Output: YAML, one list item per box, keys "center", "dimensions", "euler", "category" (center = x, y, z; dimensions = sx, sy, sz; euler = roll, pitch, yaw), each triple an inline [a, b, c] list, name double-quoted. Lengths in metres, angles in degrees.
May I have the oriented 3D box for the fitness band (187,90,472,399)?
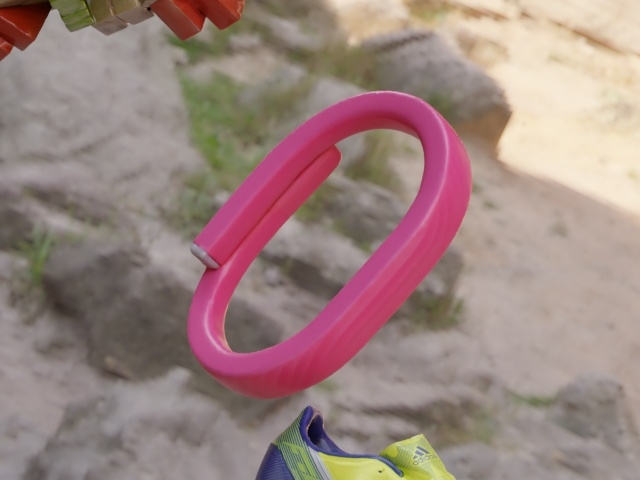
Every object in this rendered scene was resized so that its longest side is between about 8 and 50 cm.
- center: [0.000, 0.000, 1.483]
  dimensions: [0.054, 0.291, 0.209]
  euler: [43, -4, -40]
  category: "fitness band"

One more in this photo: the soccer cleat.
- center: [0.079, 0.214, 1.366]
  dimensions: [0.289, 0.121, 0.093]
  euler: [21, -11, 27]
  category: "soccer cleat"

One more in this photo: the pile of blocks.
- center: [-0.129, -0.211, 1.350]
  dimensions: [0.362, 0.149, 0.112]
  euler: [-18, 81, -25]
  category: "pile of blocks"
